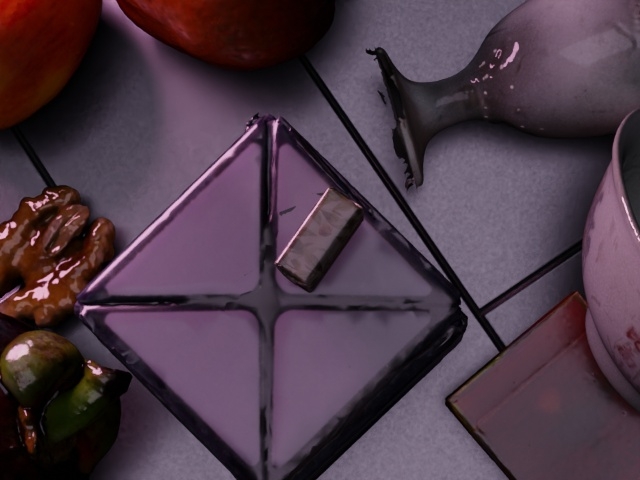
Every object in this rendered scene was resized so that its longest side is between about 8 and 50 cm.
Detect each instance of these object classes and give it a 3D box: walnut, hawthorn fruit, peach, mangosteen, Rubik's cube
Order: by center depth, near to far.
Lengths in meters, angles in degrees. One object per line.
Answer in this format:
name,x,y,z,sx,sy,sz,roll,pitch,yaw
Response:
mangosteen,-0.360,0.221,1.710,0.360,0.306,0.306,-1,83,22
Rubik's cube,-0.036,0.087,1.719,0.305,0.307,0.310,44,87,10
hawthorn fruit,-0.101,-0.323,1.788,0.311,0.295,0.295,-3,82,38
peach,-0.388,-0.259,1.818,0.281,0.238,0.281,-18,46,20
walnut,-0.319,0.024,1.859,0.143,0.069,0.170,44,86,9

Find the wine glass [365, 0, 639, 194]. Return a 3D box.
wine glass,0.240,-0.185,1.788,0.357,0.190,0.190,-18,83,1

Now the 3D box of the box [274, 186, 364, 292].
box,0.000,0.000,1.542,0.045,0.062,0.098,34,83,7

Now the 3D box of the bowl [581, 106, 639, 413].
bowl,0.413,0.079,1.696,0.435,0.435,0.196,49,125,7

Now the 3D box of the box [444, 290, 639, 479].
box,0.313,0.237,1.782,0.197,0.089,0.313,-40,83,-1
